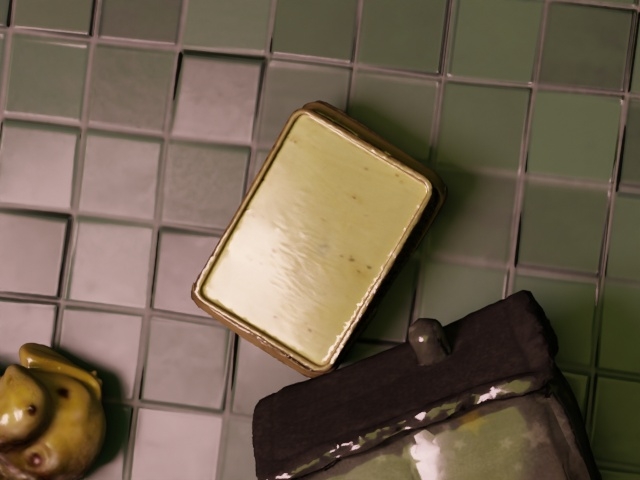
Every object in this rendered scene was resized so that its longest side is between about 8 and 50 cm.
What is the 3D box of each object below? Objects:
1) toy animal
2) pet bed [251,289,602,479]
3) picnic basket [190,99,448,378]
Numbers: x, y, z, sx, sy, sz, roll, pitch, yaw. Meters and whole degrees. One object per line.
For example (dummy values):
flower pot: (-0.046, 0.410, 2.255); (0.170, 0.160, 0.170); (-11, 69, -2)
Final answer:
toy animal: (-0.269, 0.135, 1.372); (0.233, 0.121, 0.169); (-35, 96, 9)
pet bed: (0.064, 0.132, 1.283); (0.210, 0.183, 0.159); (-20, 91, 9)
picnic basket: (0.000, 0.000, 1.347); (0.115, 0.079, 0.164); (33, 94, 6)
